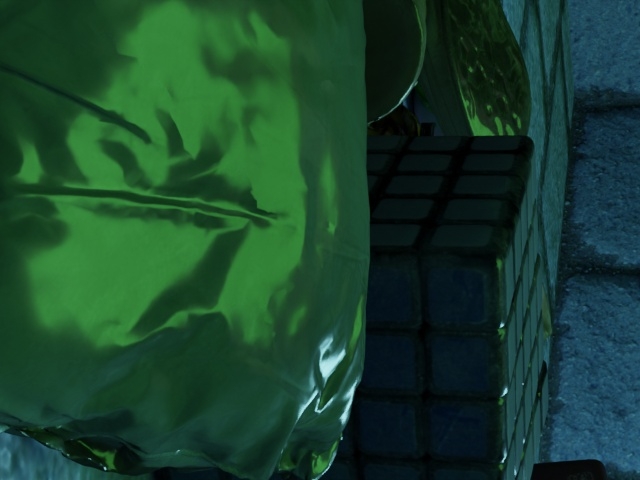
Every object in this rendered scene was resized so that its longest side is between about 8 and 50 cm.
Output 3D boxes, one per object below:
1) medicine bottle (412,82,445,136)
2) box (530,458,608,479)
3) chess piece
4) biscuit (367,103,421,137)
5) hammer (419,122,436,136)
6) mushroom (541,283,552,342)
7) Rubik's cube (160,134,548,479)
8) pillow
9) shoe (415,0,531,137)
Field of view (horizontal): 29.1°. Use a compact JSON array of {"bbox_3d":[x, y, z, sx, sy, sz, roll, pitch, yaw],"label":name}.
[{"bbox_3d":[0.194,-0.155,1.596,0.274,0.133,0.133,60,35,-61],"label":"medicine bottle"},{"bbox_3d":[0.264,0.405,1.628,0.193,0.294,0.167,74,12,-45],"label":"box"},{"bbox_3d":[0.033,-0.193,1.060,0.261,0.143,0.143,-59,147,-68],"label":"chess piece"},{"bbox_3d":[0.060,-0.018,1.241,0.334,0.081,0.289,-66,153,-57],"label":"biscuit"},{"bbox_3d":[0.115,-0.055,1.292,0.182,0.017,0.062,78,15,-52],"label":"hammer"},{"bbox_3d":[0.185,0.091,1.504,0.255,0.184,0.255,-13,90,-68],"label":"mushroom"},{"bbox_3d":[0.027,0.066,0.852,0.238,0.237,0.237,-56,143,-63],"label":"Rubik's cube"},{"bbox_3d":[-0.085,-0.042,0.573,0.283,0.138,0.310,11,80,-49],"label":"pillow"},{"bbox_3d":[0.103,-0.207,1.243,0.124,0.159,0.316,10,68,-43],"label":"shoe"}]
